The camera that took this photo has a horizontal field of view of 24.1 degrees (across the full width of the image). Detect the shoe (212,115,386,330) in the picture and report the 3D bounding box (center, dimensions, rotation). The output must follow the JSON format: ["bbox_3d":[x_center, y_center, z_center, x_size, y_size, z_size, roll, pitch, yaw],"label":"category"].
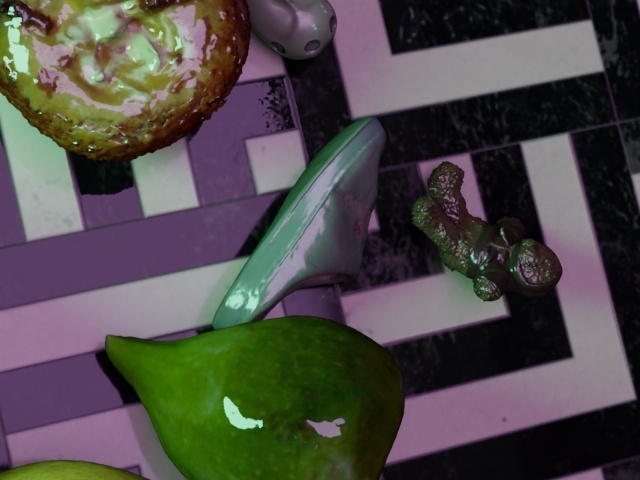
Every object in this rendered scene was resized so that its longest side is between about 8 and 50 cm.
[{"bbox_3d":[0.000,0.000,1.396,0.100,0.103,0.251,38,80,-6],"label":"shoe"}]

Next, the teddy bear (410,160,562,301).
[{"bbox_3d":[0.154,0.008,1.448,0.160,0.078,0.119,35,41,-1],"label":"teddy bear"}]

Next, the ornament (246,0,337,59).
[{"bbox_3d":[-0.055,-0.233,1.424,0.156,0.081,0.075,39,80,-2],"label":"ornament"}]

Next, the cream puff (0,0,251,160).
[{"bbox_3d":[-0.187,-0.189,1.342,0.240,0.164,0.240,-1,97,-11],"label":"cream puff"}]

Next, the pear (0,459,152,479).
[{"bbox_3d":[-0.207,0.324,1.201,0.314,0.314,0.314,2,82,-14],"label":"pear"}]

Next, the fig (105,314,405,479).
[{"bbox_3d":[-0.071,0.146,1.315,0.275,0.206,0.206,23,77,4],"label":"fig"}]
